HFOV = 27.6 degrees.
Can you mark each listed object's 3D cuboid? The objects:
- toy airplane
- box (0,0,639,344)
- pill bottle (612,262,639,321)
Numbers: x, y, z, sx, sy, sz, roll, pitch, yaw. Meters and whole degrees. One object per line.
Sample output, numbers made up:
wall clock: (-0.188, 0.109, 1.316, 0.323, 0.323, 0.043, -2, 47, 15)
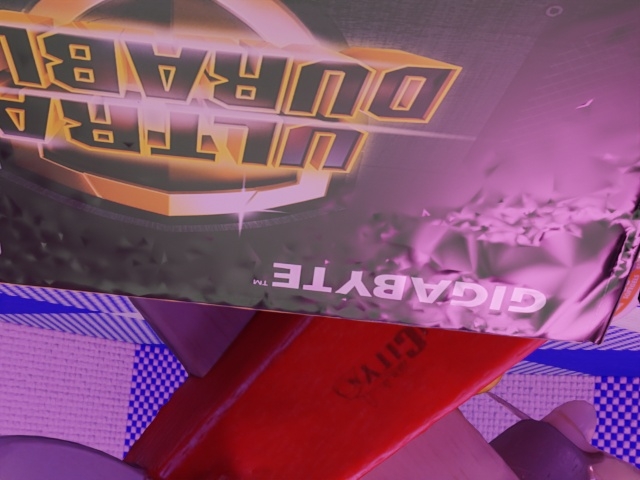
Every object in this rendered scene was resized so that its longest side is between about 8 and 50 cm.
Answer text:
toy airplane: (0.003, 0.049, 0.676, 0.384, 0.386, 0.272, 2, -164, -9)
box: (-0.040, -0.086, 0.403, 0.322, 0.079, 0.257, 6, 136, -2)
pill bottle: (0.139, -0.007, 0.987, 0.216, 0.121, 0.121, 9, 170, -26)
